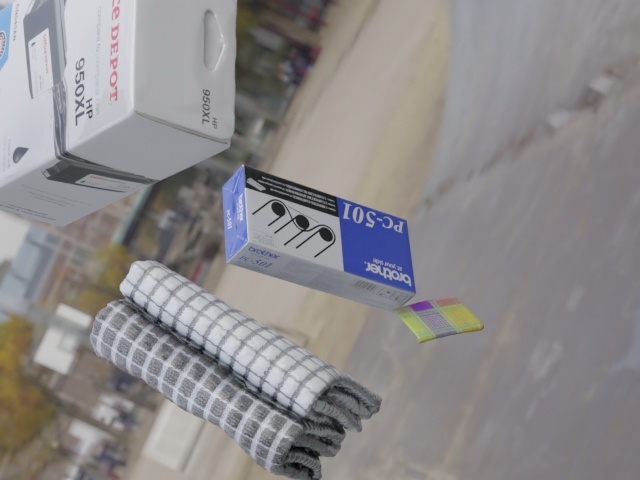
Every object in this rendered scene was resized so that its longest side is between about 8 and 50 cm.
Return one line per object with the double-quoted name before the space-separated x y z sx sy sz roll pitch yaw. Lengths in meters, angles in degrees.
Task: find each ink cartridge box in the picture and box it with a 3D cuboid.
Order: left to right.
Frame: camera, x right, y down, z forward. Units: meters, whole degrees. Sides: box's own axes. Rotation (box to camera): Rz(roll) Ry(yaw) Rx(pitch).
"ink cartridge box" -0.299 -0.217 2.028 0.395 0.166 0.285 -21 63 44
"ink cartridge box" 0.000 0.000 1.542 0.046 0.207 0.097 -42 42 41

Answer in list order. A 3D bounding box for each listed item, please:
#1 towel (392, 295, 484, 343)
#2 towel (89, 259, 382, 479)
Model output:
"towel" 0.123 0.082 1.556 0.060 0.083 0.009 48 138 44
"towel" -0.083 0.138 1.499 0.121 0.235 0.284 -59 -16 -4
